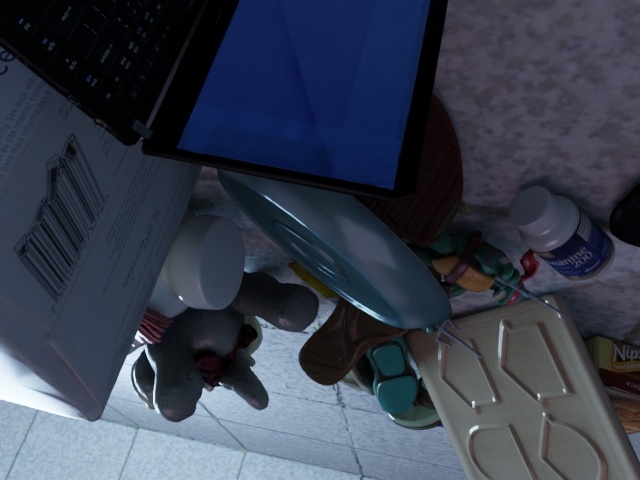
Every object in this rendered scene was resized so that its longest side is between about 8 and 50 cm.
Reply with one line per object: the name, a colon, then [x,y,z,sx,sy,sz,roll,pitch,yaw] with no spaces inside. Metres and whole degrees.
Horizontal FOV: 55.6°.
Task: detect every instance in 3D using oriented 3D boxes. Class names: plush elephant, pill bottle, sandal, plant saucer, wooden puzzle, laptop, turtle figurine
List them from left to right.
pill bottle: [-0.267,0.022,0.851,0.302,0.169,0.169,4,149,20]
plush elephant: [-0.174,0.178,1.000,0.330,0.272,0.255,29,150,40]
laptop: [-0.052,-0.175,0.337,0.137,0.234,0.264,-10,143,35]
plant saucer: [0.000,0.000,0.661,0.318,0.043,0.317,38,171,7]
sandal: [0.239,0.276,1.146,0.086,0.120,0.303,44,136,-15]
turtle figurine: [0.166,0.041,0.740,0.234,0.118,0.175,29,136,5]
wooden puzzle: [0.312,0.256,0.944,0.081,0.321,0.348,-21,176,-35]
pill bottle: [0.260,-0.008,0.660,0.120,0.067,0.067,33,146,-30]

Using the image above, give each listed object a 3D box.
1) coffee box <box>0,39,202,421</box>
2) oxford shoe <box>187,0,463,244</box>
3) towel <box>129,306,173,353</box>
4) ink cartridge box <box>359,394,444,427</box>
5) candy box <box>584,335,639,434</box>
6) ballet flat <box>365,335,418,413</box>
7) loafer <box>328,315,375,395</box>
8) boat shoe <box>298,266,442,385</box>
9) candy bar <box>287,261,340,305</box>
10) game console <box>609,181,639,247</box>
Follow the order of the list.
coffee box: [-0.321,-0.080,0.520,0.335,0.337,0.338,14,152,2]
oxford shoe: [0.022,-0.112,0.576,0.130,0.123,0.348,24,167,47]
towel: [-0.374,0.105,0.833,0.237,0.037,0.329,34,144,-23]
ink cartridge box: [0.223,0.371,1.366,0.209,0.045,0.206,-5,146,30]
candy box: [0.451,0.269,1.037,0.183,0.087,0.316,18,150,-7]
ballet flat: [0.128,0.220,1.097,0.083,0.087,0.247,-11,136,5]
loafer: [0.046,0.217,1.117,0.092,0.101,0.268,1,146,20]
boat shoe: [0.072,0.106,0.895,0.104,0.089,0.285,48,123,3]
candy bar: [0.011,0.077,0.975,0.040,0.018,0.161,-8,144,41]
game console: [0.482,-0.057,0.481,0.342,0.060,0.386,13,151,2]
